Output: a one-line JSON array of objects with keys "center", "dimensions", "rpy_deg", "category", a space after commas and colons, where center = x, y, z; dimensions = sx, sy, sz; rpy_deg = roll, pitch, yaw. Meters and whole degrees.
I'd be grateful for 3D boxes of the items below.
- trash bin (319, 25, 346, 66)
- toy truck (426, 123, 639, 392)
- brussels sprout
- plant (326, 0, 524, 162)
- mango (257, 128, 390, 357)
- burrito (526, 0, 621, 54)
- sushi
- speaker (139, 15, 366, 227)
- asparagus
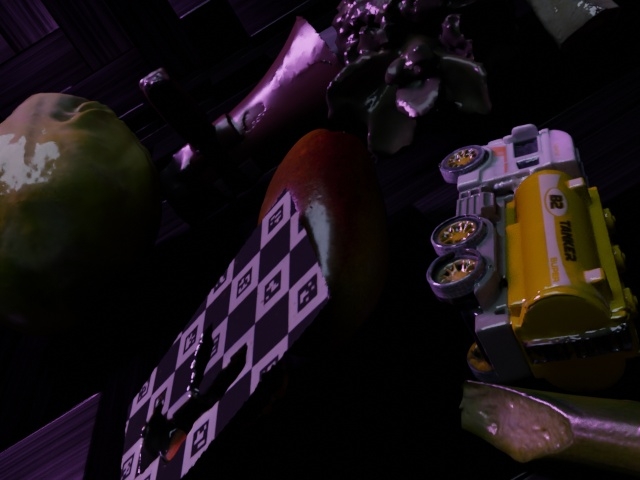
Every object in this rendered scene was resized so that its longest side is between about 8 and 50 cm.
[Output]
[{"center": [0.011, -0.324, 1.303], "dimensions": [0.177, 0.101, 0.236], "rpy_deg": [4, 44, 52], "category": "trash bin"}, {"center": [0.149, 0.007, 0.481], "dimensions": [0.114, 0.098, 0.227], "rpy_deg": [-17, 30, 24], "category": "toy truck"}, {"center": [-0.365, -0.038, 0.935], "dimensions": [0.344, 0.268, 0.344], "rpy_deg": [-31, 52, 50], "category": "brussels sprout"}, {"center": [0.129, -0.245, 0.852], "dimensions": [0.215, 0.213, 0.312], "rpy_deg": [-14, 27, 31], "category": "plant"}, {"center": [0.000, 0.000, 0.645], "dimensions": [0.133, 0.111, 0.267], "rpy_deg": [-20, 42, 20], "category": "mango"}, {"center": [0.298, -0.319, 0.884], "dimensions": [0.060, 0.087, 0.226], "rpy_deg": [-2, 47, -23], "category": "burrito"}, {"center": [-0.075, 0.109, 0.556], "dimensions": [0.279, 0.043, 0.192], "rpy_deg": [-53, 24, 15], "category": "sushi"}, {"center": [-0.095, -0.161, 0.971], "dimensions": [0.330, 0.198, 0.259], "rpy_deg": [-37, -7, -1], "category": "speaker"}, {"center": [0.140, 0.102, 0.371], "dimensions": [0.178, 0.041, 0.045], "rpy_deg": [-4, 43, 49], "category": "asparagus"}]
